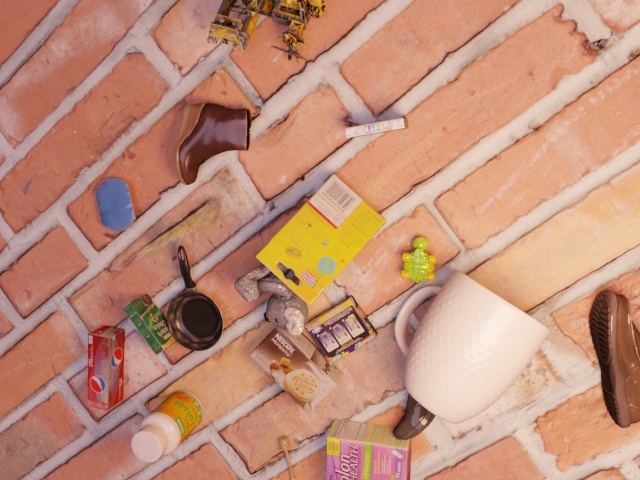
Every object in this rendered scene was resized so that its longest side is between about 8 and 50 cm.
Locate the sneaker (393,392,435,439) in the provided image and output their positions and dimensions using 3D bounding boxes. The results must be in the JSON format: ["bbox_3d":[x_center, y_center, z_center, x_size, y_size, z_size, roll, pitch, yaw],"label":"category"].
[{"bbox_3d":[0.296,0.449,1.632,0.130,0.109,0.286,41,99,11],"label":"sneaker"}]

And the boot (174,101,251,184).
[{"bbox_3d":[-0.311,-0.273,1.650,0.207,0.090,0.248,10,100,15],"label":"boot"}]

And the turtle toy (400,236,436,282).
[{"bbox_3d":[0.274,0.054,1.569,0.095,0.066,0.130,5,102,14],"label":"turtle toy"}]

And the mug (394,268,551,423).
[{"bbox_3d":[0.346,0.262,1.482,0.374,0.276,0.328,38,98,47],"label":"mug"}]

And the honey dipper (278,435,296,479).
[{"bbox_3d":[-0.103,0.705,1.821,0.030,0.030,0.160,-7,103,16],"label":"honey dipper"}]

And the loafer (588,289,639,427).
[{"bbox_3d":[0.788,0.295,1.458,0.130,0.134,0.366,-12,103,6],"label":"loafer"}]

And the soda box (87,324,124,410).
[{"bbox_3d":[-0.717,0.424,1.895,0.083,0.092,0.263,9,103,13],"label":"soda box"}]

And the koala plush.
[{"bbox_3d":[-0.107,0.165,1.635,0.203,0.196,0.221,-28,89,-2],"label":"koala plush"}]

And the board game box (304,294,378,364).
[{"bbox_3d":[0.061,0.265,1.678,0.170,0.048,0.141,-33,89,19],"label":"board game box"}]

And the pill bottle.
[{"bbox_3d":[-0.481,0.584,1.782,0.136,0.246,0.136,3,102,14],"label":"pill bottle"}]

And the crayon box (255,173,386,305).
[{"bbox_3d":[0.000,0.000,1.550,0.202,0.081,0.318,43,77,4],"label":"crayon box"}]

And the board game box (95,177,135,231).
[{"bbox_3d":[-0.643,-0.113,1.804,0.133,0.033,0.168,-11,93,22],"label":"board game box"}]

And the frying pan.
[{"bbox_3d":[-0.424,0.196,1.794,0.197,0.053,0.326,-28,90,18],"label":"frying pan"}]

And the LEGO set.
[{"bbox_3d":[-0.170,-0.588,1.463,0.331,0.255,0.192,19,78,-1],"label":"LEGO set"}]

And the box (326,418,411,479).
[{"bbox_3d":[0.146,0.673,1.698,0.243,0.117,0.213,4,102,15],"label":"box"}]

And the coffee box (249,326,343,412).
[{"bbox_3d":[-0.071,0.372,1.707,0.246,0.098,0.141,45,108,3],"label":"coffee box"}]

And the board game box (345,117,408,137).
[{"bbox_3d":[0.152,-0.300,1.513,0.154,0.103,0.026,-7,99,16],"label":"board game box"}]

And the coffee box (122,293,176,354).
[{"bbox_3d":[-0.536,0.265,1.807,0.040,0.113,0.184,-36,89,15],"label":"coffee box"}]
